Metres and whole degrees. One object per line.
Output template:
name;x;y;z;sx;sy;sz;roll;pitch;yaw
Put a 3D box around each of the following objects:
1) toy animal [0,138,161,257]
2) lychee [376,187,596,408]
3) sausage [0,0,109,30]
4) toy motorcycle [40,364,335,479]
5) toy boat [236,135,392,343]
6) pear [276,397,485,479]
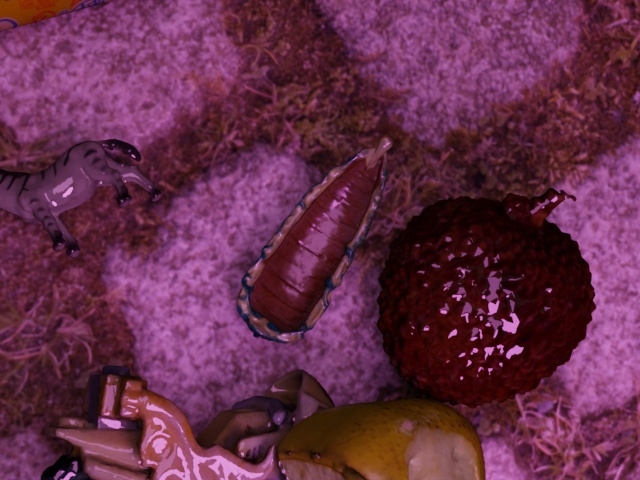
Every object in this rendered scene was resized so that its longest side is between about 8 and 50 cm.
toy animal;-0.324;-0.069;1.756;0.217;0.073;0.176;-33;71;-20
lychee;0.199;0.058;1.728;0.264;0.264;0.300;32;101;-3
sausage;-0.341;-0.338;1.782;0.347;0.123;0.123;-19;82;-14
toy motorcycle;-0.127;0.261;1.659;0.410;0.168;0.237;6;82;-27
toy boat;0.000;-0.001;1.791;0.108;0.099;0.293;34;81;-3
pear;0.103;0.301;1.660;0.292;0.159;0.292;9;79;-53
